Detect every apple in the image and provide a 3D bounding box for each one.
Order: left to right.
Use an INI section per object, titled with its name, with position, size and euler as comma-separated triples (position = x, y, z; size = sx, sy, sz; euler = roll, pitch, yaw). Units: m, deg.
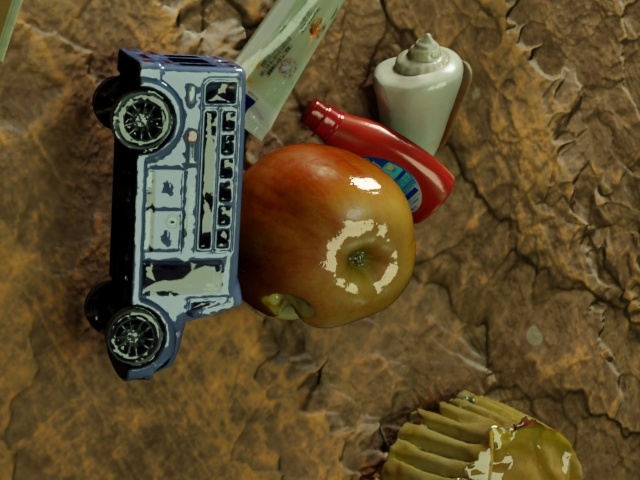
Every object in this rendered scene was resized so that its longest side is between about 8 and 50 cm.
[apple]
position = 0.000, 0.000, 1.903
size = 0.199, 0.199, 0.199
euler = -11, 108, -37

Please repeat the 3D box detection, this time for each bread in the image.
[bread]
position = 0.167, 0.301, 2.136
size = 0.274, 0.149, 0.274
euler = -5, 98, -35

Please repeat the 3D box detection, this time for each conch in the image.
[conch]
position = 0.107, -0.131, 2.015
size = 0.104, 0.094, 0.176
euler = -70, 152, -58

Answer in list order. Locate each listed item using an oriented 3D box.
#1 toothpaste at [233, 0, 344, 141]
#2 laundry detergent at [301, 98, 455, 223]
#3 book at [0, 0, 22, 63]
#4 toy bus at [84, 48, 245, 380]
[toothpaste]
position = 0.002, -0.246, 1.929
size = 0.314, 0.058, 0.056
euler = -57, 172, -8
[laundry detergent]
position = 0.049, -0.083, 1.986
size = 0.165, 0.097, 0.049
euler = 35, 52, -13
[book]
position = -0.306, -0.288, 1.690
size = 0.170, 0.018, 0.242
euler = 18, 90, -41
[toy bus]
position = -0.137, -0.022, 1.802
size = 0.133, 0.125, 0.292
euler = 0, 102, -16
